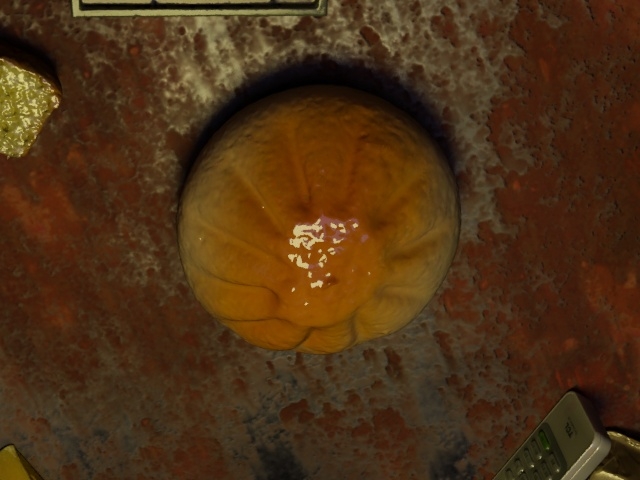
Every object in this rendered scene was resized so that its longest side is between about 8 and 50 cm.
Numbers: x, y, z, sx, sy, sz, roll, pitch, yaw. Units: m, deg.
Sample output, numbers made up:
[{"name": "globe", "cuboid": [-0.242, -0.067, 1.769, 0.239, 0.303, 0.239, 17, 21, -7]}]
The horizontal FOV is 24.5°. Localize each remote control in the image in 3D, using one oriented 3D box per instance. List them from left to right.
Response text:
[{"name": "remote control", "cuboid": [0.239, 0.292, 1.705, 0.034, 0.103, 0.250, 27, 112, -23]}]

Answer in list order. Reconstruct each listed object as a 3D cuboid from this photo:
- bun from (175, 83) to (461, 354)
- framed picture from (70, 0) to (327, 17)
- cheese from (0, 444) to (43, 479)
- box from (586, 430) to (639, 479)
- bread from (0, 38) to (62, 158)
[{"name": "bun", "cuboid": [0.000, 0.000, 1.479, 0.299, 0.165, 0.299, -2, 118, -5]}, {"name": "framed picture", "cuboid": [-0.114, -0.298, 1.387, 0.250, 0.016, 0.184, -3, 118, -7]}, {"name": "cheese", "cuboid": [-0.339, 0.321, 1.664, 0.093, 0.126, 0.171, -31, 97, 7]}, {"name": "box", "cuboid": [0.335, 0.315, 1.738, 0.111, 0.111, 0.177, 15, 111, -15]}, {"name": "bread", "cuboid": [-0.344, -0.152, 1.407, 0.187, 0.065, 0.103, 17, 116, -17]}]
